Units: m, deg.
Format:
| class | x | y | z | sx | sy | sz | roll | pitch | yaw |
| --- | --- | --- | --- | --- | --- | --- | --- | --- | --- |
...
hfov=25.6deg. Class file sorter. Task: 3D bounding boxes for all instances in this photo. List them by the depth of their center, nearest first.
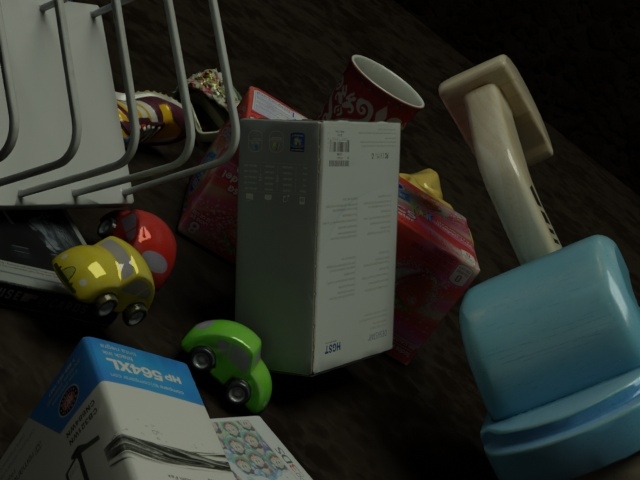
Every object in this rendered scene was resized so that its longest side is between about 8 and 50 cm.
| class | x | y | z | sx | sy | sz | roll | pitch | yaw |
| --- | --- | --- | --- | --- | --- | --- | --- | --- | --- |
| file sorter | -0.220 | -0.136 | 1.173 | 0.277 | 0.173 | 0.193 | -3 | 81 | -54 |

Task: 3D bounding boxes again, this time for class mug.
| class | x | y | z | sx | sy | sz | roll | pitch | yaw |
| --- | --- | --- | --- | --- | --- | --- | --- | --- | --- |
| mug | 0.046 | -0.144 | 1.848 | 0.113 | 0.169 | 0.150 | 35 | 19 | 1 |

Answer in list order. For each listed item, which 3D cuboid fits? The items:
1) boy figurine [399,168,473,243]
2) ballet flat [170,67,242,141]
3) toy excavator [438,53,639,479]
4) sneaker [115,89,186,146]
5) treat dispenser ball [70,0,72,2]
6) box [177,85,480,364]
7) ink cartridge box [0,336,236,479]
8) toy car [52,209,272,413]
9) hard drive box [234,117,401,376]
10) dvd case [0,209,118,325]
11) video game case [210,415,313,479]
| class | x | y | z | sx | sy | sz | roll | pitch | yaw |
| --- | --- | --- | --- | --- | --- | --- | --- | --- | --- |
| boy figurine | 0.117 | -0.023 | 1.807 | 0.177 | 0.092 | 0.285 | 30 | 20 | -14 |
| ballet flat | -0.108 | -0.124 | 1.716 | 0.077 | 0.091 | 0.241 | -16 | 43 | -27 |
| toy excavator | 0.228 | 0.048 | 1.362 | 0.445 | 0.222 | 0.433 | 66 | 17 | -6 |
| sneaker | -0.215 | -0.124 | 1.546 | 0.185 | 0.069 | 0.084 | 11 | 40 | -38 |
| treat dispenser ball | -0.367 | -0.296 | 1.348 | 0.288 | 0.288 | 0.288 | 31 | 20 | -13 |
| box | 0.009 | -0.019 | 1.543 | 0.300 | 0.142 | 0.154 | 31 | 20 | -14 |
| ink cartridge box | -0.124 | 0.183 | 0.862 | 0.086 | 0.148 | 0.203 | 22 | 23 | -35 |
| toy car | -0.119 | 0.060 | 1.244 | 0.225 | 0.053 | 0.239 | 43 | 11 | -5 |
| hard drive box | 0.000 | 0.000 | 1.347 | 0.089 | 0.232 | 0.181 | 4 | 5 | 27 |
| dvd case | -0.292 | -0.024 | 1.236 | 0.179 | 0.029 | 0.239 | 16 | 28 | -45 |
| video game case | -0.060 | 0.197 | 1.126 | 0.143 | 0.019 | 0.157 | 47 | 23 | 29 |
